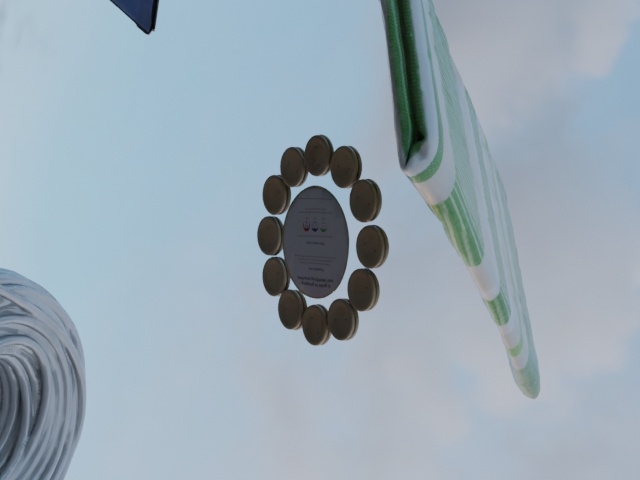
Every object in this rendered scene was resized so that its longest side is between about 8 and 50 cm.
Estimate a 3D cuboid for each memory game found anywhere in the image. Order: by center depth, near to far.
[{"bbox_3d":[0.000,0.000,1.296,0.186,0.012,0.186,3,-87,53],"label":"memory game"}]

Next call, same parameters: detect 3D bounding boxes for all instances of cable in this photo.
[{"bbox_3d":[-0.305,0.148,1.282,0.089,0.257,0.257,10,-97,27],"label":"cable"}]

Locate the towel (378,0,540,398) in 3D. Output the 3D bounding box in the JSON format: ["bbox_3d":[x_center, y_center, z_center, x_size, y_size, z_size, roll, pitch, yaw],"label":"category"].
[{"bbox_3d":[0.114,-0.051,1.234,0.038,0.325,0.248,-16,-130,12],"label":"towel"}]

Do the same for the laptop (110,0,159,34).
[{"bbox_3d":[-0.329,-0.446,1.437,0.236,0.408,0.382,-91,-169,-57],"label":"laptop"}]
